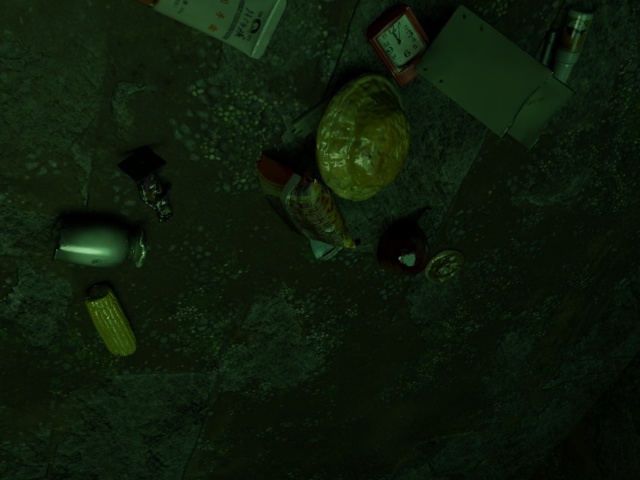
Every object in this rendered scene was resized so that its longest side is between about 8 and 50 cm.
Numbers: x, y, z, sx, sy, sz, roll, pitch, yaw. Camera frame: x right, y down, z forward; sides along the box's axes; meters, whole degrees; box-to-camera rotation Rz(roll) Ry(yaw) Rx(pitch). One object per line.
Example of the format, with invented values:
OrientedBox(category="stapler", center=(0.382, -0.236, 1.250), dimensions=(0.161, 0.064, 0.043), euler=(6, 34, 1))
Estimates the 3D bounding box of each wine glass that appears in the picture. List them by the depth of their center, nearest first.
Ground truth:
OrientedBox(category="wine glass", center=(-0.514, 0.009, 1.428), dimensions=(0.204, 0.111, 0.111), euler=(7, 125, -31))

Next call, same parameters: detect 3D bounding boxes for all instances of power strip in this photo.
OrientedBox(category="power strip", center=(-0.014, -0.291, 1.458), dimensions=(0.136, 0.019, 0.051), euler=(-34, 136, 6))

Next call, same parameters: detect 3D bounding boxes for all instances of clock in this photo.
OrientedBox(category="clock", center=(0.182, -0.446, 1.387), dimensions=(0.113, 0.061, 0.155), euler=(-38, 130, 8))

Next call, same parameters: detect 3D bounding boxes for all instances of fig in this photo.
OrientedBox(category="fig", center=(0.243, 0.014, 1.749), dimensions=(0.148, 0.149, 0.202), euler=(7, 115, -10))

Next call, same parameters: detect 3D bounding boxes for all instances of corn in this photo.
OrientedBox(category="corn", center=(-0.552, 0.217, 1.612), dimensions=(0.081, 0.081, 0.249), euler=(-17, 134, -10))

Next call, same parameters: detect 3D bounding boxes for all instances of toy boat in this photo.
OrientedBox(category="toy boat", center=(0.000, 0.000, 1.712), dimensions=(0.096, 0.034, 0.122), euler=(-41, 124, 13))

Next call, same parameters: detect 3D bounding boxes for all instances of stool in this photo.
OrientedBox(category="stool", center=(0.390, -0.357, 1.363), dimensions=(0.170, 0.270, 0.243), euler=(-54, 156, 22))

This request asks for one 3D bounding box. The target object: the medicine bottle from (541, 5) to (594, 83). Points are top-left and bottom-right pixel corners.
OrientedBox(category="medicine bottle", center=(0.613, -0.479, 1.556), dimensions=(0.092, 0.061, 0.221), euler=(7, 129, 2))

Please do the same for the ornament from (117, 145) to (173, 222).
OrientedBox(category="ornament", center=(-0.379, -0.120, 1.413), dimensions=(0.081, 0.088, 0.203), euler=(-44, 150, -18))

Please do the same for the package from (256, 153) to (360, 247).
OrientedBox(category="package", center=(-0.044, -0.081, 1.502), dimensions=(0.108, 0.223, 0.288), euler=(-49, 135, -21))

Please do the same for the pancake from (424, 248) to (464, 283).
OrientedBox(category="pancake", center=(0.399, 0.083, 1.961), dimensions=(0.139, 0.022, 0.140), euler=(-12, 131, -14))

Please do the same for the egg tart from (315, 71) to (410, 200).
OrientedBox(category="egg tart", center=(0.126, -0.229, 1.437), dimensions=(0.319, 0.128, 0.319), euler=(-26, 129, -37))

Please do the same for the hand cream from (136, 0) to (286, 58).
OrientedBox(category="hand cream", center=(-0.223, -0.455, 1.188), dimensions=(0.314, 0.089, 0.140), euler=(5, 128, -37))
